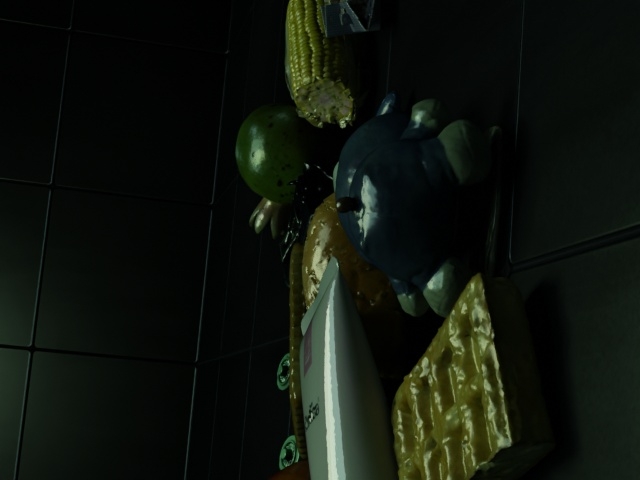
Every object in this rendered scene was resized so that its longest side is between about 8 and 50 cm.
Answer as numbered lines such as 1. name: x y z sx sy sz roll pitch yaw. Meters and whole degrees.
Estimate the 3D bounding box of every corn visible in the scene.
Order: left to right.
1. corn: 0.009 -0.299 1.785 0.122 0.123 0.305 104 168 -47

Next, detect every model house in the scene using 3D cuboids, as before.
1. model house: 0.057 -0.351 1.672 0.167 0.117 0.088 -143 44 -75

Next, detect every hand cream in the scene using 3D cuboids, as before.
1. hand cream: 0.030 0.213 1.255 0.185 0.118 0.358 110 150 -58

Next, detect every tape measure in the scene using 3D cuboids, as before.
1. tape measure: 0.000 0.000 1.700 0.199 0.112 0.186 -101 20 -59

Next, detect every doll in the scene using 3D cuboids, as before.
1. doll: 0.092 -0.041 1.218 0.258 0.154 0.228 -81 -6 -80

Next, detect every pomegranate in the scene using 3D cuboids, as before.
1. pomegranate: -0.055 -0.113 1.835 0.187 0.187 0.225 -108 32 -63

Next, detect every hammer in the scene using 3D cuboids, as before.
1. hammer: 0.073 -0.117 1.536 0.116 0.069 0.194 -97 23 -51

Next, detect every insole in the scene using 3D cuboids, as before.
1. insole: 0.166 0.007 1.152 0.081 0.011 0.247 -166 82 -80

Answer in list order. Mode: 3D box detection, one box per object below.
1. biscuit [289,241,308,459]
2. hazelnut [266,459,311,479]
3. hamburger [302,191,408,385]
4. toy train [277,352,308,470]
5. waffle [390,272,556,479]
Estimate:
1. biscuit: -0.025 0.148 1.497 0.172 0.029 0.254 87 -179 -53
2. hazelnut: -0.019 0.380 1.434 0.214 0.176 0.214 -61 -10 -18
3. hamburger: 0.043 0.047 1.423 0.124 0.131 0.262 133 138 -70
4. toy train: 0.009 0.233 1.594 0.159 0.101 0.248 -45 38 46
5. waffle: 0.135 0.166 1.071 0.274 0.057 0.168 113 156 -54
